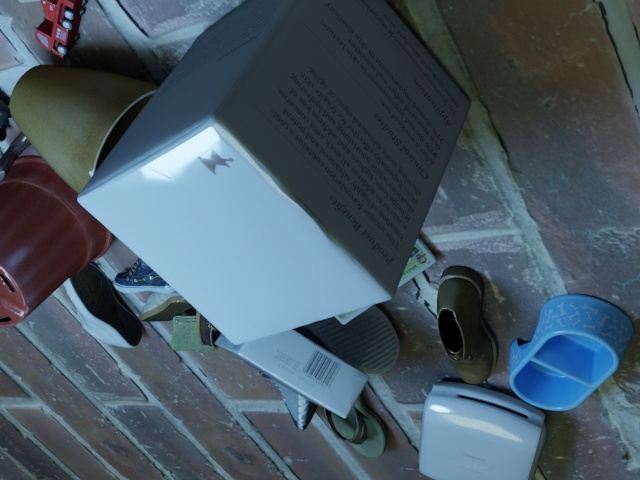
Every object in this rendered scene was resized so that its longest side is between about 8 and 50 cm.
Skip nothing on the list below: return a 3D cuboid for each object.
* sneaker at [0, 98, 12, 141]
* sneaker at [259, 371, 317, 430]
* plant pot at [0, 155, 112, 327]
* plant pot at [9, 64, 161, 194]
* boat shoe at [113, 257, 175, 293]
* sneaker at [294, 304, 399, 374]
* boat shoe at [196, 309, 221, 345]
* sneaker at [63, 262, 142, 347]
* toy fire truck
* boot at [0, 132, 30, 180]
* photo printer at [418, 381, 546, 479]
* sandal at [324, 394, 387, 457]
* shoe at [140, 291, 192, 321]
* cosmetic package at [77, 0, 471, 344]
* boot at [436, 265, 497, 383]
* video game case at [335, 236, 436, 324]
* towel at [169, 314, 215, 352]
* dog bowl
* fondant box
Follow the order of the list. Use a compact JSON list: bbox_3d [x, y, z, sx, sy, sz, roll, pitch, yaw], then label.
[{"bbox_3d":[-0.671,-0.218,1.821,0.106,0.078,0.234,42,138,-16],"label":"sneaker"},{"bbox_3d":[-0.075,0.330,2.129,0.132,0.086,0.229,18,132,18],"label":"sneaker"},{"bbox_3d":[-0.602,0.016,1.867,0.272,0.265,0.272,13,131,15],"label":"plant pot"},{"bbox_3d":[-0.397,-0.199,1.592,0.254,0.237,0.237,29,145,19],"label":"plant pot"},{"bbox_3d":[-0.382,0.063,2.007,0.183,0.065,0.083,0,121,33],"label":"boat shoe"},{"bbox_3d":[-0.004,0.137,1.844,0.366,0.135,0.150,37,171,-21],"label":"sneaker"},{"bbox_3d":[-0.226,0.151,1.988,0.073,0.073,0.207,11,133,13],"label":"boat shoe"},{"bbox_3d":[-0.535,0.154,2.157,0.123,0.106,0.290,-1,136,28],"label":"sneaker"},{"bbox_3d":[-0.450,-0.395,1.509,0.135,0.047,0.192,30,143,-4],"label":"toy fire truck"},{"bbox_3d":[-0.592,-0.167,1.805,0.037,0.114,0.106,41,141,-19],"label":"boot"},{"bbox_3d":[0.336,0.418,1.961,0.256,0.107,0.307,15,141,14],"label":"photo printer"},{"bbox_3d":[0.056,0.404,2.123,0.120,0.086,0.303,-1,135,31],"label":"sandal"},{"bbox_3d":[-0.338,0.137,2.073,0.076,0.058,0.219,8,158,-33],"label":"shoe"},{"bbox_3d":[-0.051,-0.127,1.309,0.327,0.394,0.329,-20,122,44],"label":"cosmetic package"},{"bbox_3d":[0.258,0.189,1.733,0.112,0.115,0.305,5,139,23],"label":"boot"},{"bbox_3d":[0.065,0.028,1.644,0.212,0.023,0.193,-36,116,15],"label":"video game case"},{"bbox_3d":[-0.284,0.210,2.119,0.110,0.027,0.148,5,143,-9],"label":"towel"},{"bbox_3d":[0.442,0.213,1.685,0.166,0.074,0.297,25,143,2],"label":"dog bowl"},{"bbox_3d":[-0.066,0.235,1.845,0.238,0.096,0.330,33,169,-10],"label":"fondant box"}]
